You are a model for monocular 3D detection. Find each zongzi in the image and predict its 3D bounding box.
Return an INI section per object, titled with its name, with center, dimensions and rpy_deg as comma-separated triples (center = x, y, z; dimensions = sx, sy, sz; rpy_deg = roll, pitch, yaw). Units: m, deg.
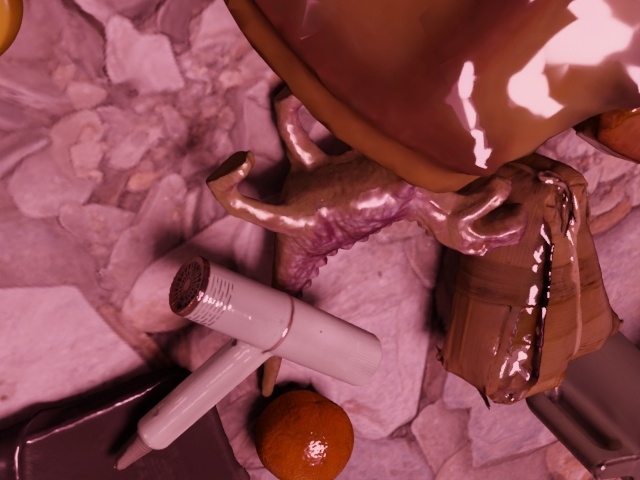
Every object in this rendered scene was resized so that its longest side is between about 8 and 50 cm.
[zongzi]
center = 0.191, 0.019, 0.717
dimensions = 0.197, 0.099, 0.195
rpy_deg = -14, 119, -34

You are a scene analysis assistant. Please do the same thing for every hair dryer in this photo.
[hair dryer]
center = -0.068, 0.108, 0.625
dimensions = 0.154, 0.044, 0.183
rpy_deg = 26, 113, -30

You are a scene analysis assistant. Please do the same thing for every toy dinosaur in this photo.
[toy dinosaur]
center = 0.001, 0.002, 0.614
dimensions = 0.251, 0.072, 0.200
rpy_deg = -37, 121, 10

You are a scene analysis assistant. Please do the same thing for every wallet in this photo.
[wallet]
center = -0.232, 0.224, 0.658
dimensions = 0.377, 0.051, 0.197
rpy_deg = -22, 127, -14

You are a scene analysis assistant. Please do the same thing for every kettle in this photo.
[kettle]
center = 0.253, 0.140, 0.782
dimensions = 0.126, 0.148, 0.098
rpy_deg = 33, 103, -36

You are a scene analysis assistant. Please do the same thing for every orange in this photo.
[orange]
center = -0.013, 0.158, 0.711
dimensions = 0.085, 0.085, 0.085
rpy_deg = -13, 124, -19

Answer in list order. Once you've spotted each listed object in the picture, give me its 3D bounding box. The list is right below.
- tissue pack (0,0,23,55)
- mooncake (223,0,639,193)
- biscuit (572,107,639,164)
[tissue pack]
center = -0.232, -0.113, 0.403
dimensions = 0.178, 0.127, 0.123
rpy_deg = -24, 120, -12
[mooncake]
center = 0.130, -0.219, 0.385
dimensions = 0.393, 0.246, 0.394
rpy_deg = 10, 113, -1
[biscuit]
center = 0.314, -0.219, 0.612
dimensions = 0.268, 0.115, 0.366
rpy_deg = -4, 122, -23
